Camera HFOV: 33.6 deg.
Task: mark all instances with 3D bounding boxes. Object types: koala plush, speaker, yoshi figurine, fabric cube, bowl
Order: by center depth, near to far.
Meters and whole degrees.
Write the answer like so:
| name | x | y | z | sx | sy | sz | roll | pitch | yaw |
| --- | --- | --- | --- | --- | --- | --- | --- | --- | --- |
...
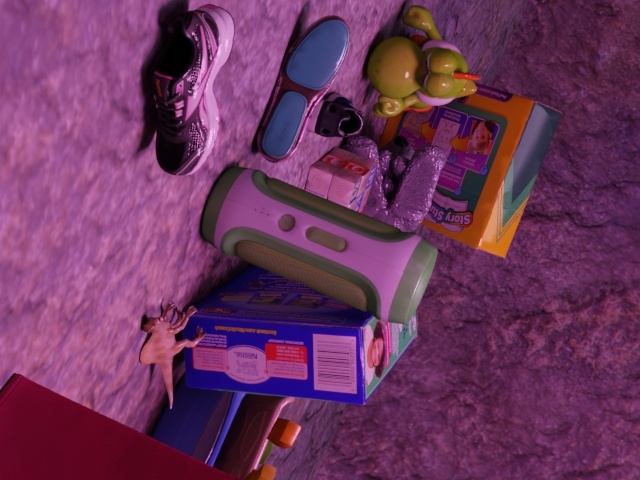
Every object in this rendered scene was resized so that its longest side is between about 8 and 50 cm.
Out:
| name | x | y | z | sx | sy | sz | roll | pitch | yaw |
| --- | --- | --- | --- | --- | --- | --- | --- | --- | --- |
| fabric cube | -0.245 | 0.337 | 1.032 | 0.254 | 0.258 | 0.259 | 100 | 17 | -49 |
| speaker | -0.002 | 0.005 | 1.401 | 0.131 | 0.297 | 0.131 | 22 | 90 | -78 |
| bowl | -0.188 | 0.339 | 1.708 | 0.391 | 0.077 | 0.391 | 22 | 90 | -76 |
| yoshi figurine | 0.169 | -0.326 | 2.005 | 0.203 | 0.203 | 0.362 | -28 | -174 | 4 |
| koala plush | 0.140 | -0.124 | 2.076 | 0.221 | 0.196 | 0.203 | -71 | 169 | -67 |

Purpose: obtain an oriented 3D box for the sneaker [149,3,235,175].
| name | x | y | z | sx | sy | sz | roll | pitch | yaw |
| --- | --- | --- | --- | --- | --- | --- | --- | --- | --- |
| sneaker | -0.147 | -0.153 | 1.080 | 0.077 | 0.072 | 0.178 | -19 | 124 | -59 |

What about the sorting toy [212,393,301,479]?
| name | x | y | z | sx | sy | sz | roll | pitch | yaw |
| --- | --- | --- | --- | --- | --- | --- | --- | --- | --- |
| sorting toy | -0.101 | 0.317 | 1.478 | 0.229 | 0.041 | 0.307 | -62 | -167 | -13 |

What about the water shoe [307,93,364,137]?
| name | x | y | z | sx | sy | sz | roll | pitch | yaw |
| --- | --- | --- | --- | --- | --- | --- | --- | --- | --- |
| water shoe | 0.032 | -0.192 | 1.725 | 0.203 | 0.080 | 0.072 | -31 | 142 | -71 |

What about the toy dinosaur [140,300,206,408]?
| name | x | y | z | sx | sy | sz | roll | pitch | yaw |
| --- | --- | --- | --- | --- | --- | --- | --- | --- | --- |
| toy dinosaur | -0.202 | 0.136 | 1.403 | 0.092 | 0.053 | 0.183 | -43 | 149 | -29 |

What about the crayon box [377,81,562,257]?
| name | x | y | z | sx | sy | sz | roll | pitch | yaw |
| --- | --- | --- | --- | --- | --- | --- | --- | --- | --- |
| crayon box | 0.281 | -0.173 | 2.206 | 0.106 | 0.363 | 0.313 | 13 | 100 | -43 |

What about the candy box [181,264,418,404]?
| name | x | y | z | sx | sy | sz | roll | pitch | yaw |
| --- | --- | --- | --- | --- | --- | --- | --- | --- | --- |
| candy box | -0.020 | 0.124 | 1.572 | 0.317 | 0.268 | 0.122 | -37 | 128 | -67 |

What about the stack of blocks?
| name | x | y | z | sx | sy | sz | roll | pitch | yaw |
| --- | --- | --- | --- | --- | --- | --- | --- | --- | --- |
| stack of blocks | 0.000 | 0.000 | 1.915 | 0.171 | 0.087 | 0.297 | -45 | 155 | -61 |

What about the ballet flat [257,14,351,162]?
| name | x | y | z | sx | sy | sz | roll | pitch | yaw |
| --- | --- | --- | --- | --- | --- | --- | --- | --- | --- |
| ballet flat | -0.027 | -0.213 | 1.483 | 0.079 | 0.077 | 0.221 | -103 | -142 | -78 |
